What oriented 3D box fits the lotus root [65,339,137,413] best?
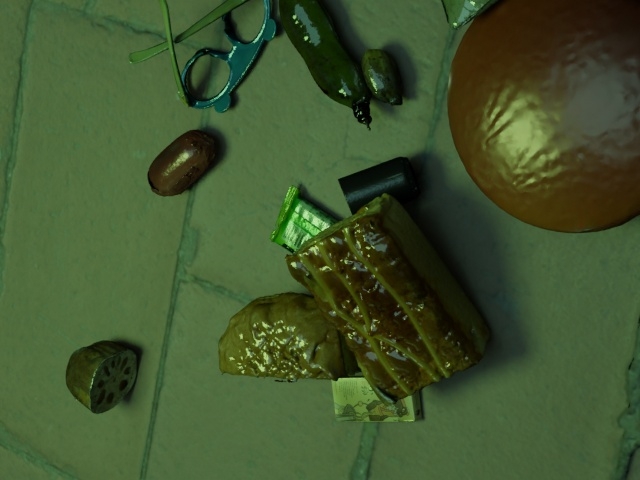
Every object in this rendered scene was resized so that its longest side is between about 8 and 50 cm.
[{"bbox_3d":[-0.380,0.234,2.308,0.081,0.122,0.112,16,112,30],"label":"lotus root"}]

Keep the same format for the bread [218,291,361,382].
[{"bbox_3d":[-0.047,0.151,2.101,0.229,0.143,0.139,0,85,27],"label":"bread"}]

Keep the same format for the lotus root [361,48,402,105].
[{"bbox_3d":[0.093,-0.243,2.009,0.049,0.054,0.099,-27,82,20],"label":"lotus root"}]

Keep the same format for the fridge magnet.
[{"bbox_3d":[0.343,-0.191,1.809,0.364,0.155,0.363,4,98,31],"label":"fridge magnet"}]

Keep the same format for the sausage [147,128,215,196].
[{"bbox_3d":[-0.229,-0.127,2.204,0.141,0.076,0.076,-36,78,29],"label":"sausage"}]

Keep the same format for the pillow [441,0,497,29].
[{"bbox_3d":[0.209,-0.445,1.858,0.185,0.075,0.302,-37,50,25],"label":"pillow"}]

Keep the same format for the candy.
[{"bbox_3d":[0.001,0.000,2.107,0.178,0.032,0.102,35,109,23],"label":"candy"}]

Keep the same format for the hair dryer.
[{"bbox_3d":[0.121,0.003,2.016,0.114,0.070,0.248,-21,96,9],"label":"hair dryer"}]

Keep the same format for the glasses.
[{"bbox_3d":[-0.201,-0.329,2.122,0.239,0.207,0.102,-52,34,23],"label":"glasses"}]

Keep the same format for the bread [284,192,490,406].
[{"bbox_3d":[0.099,0.087,1.965,0.185,0.114,0.274,-30,101,28],"label":"bread"}]

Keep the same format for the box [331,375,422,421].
[{"bbox_3d":[0.087,0.247,2.094,0.149,0.020,0.073,-6,93,31],"label":"box"}]

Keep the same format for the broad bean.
[{"bbox_3d":[-0.004,-0.306,2.054,0.077,0.061,0.339,-41,75,43],"label":"broad bean"}]
